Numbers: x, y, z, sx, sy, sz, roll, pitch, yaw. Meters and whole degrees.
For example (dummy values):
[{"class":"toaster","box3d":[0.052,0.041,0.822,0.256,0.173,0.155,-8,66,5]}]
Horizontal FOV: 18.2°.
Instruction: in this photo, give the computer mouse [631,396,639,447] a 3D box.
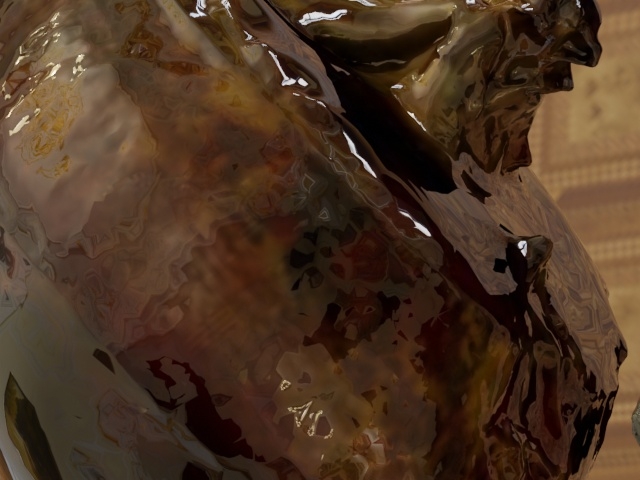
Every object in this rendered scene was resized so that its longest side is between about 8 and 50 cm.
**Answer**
[{"class":"computer mouse","box3d":[0.248,0.108,1.159,0.135,0.047,0.079,4,76,-5]}]

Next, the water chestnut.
[{"class":"water chestnut","box3d":[0.000,0.000,0.827,0.302,0.350,0.350,-44,52,12]}]
